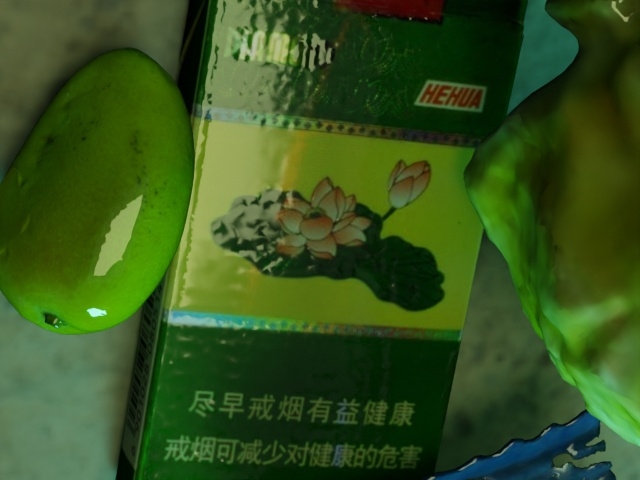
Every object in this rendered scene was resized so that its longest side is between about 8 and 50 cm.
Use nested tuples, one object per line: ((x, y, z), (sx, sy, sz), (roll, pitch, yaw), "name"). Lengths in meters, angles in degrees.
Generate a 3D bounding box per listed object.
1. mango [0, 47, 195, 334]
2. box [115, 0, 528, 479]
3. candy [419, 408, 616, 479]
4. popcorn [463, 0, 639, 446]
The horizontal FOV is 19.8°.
((-0.081, -0.018, 0.671), (0.056, 0.073, 0.108), (14, 89, -52), "mango")
((0.000, 0.000, 0.724), (0.132, 0.034, 0.235), (4, 105, -21), "box")
((0.050, 0.241, 0.792), (0.187, 0.077, 0.331), (-16, 119, -22), "candy")
((0.198, -0.044, 0.657), (0.225, 0.276, 0.276), (2, 106, -27), "popcorn")
